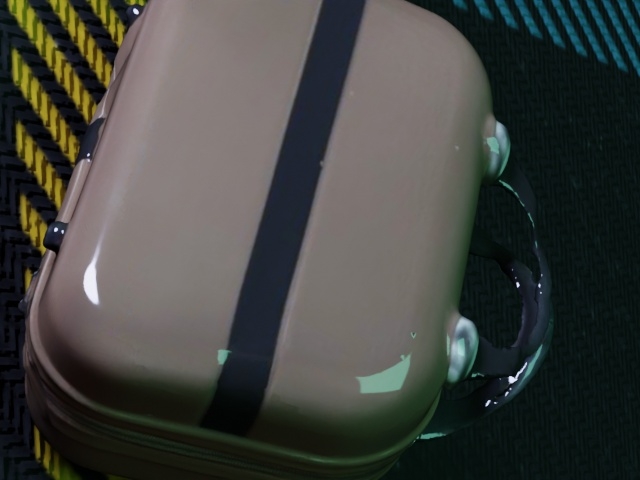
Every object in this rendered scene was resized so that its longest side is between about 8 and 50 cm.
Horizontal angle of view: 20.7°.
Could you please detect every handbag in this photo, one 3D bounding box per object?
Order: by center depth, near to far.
[{"bbox_3d":[0.000,0.000,0.956,0.283,0.149,0.302,20,53,-7],"label":"handbag"}]
